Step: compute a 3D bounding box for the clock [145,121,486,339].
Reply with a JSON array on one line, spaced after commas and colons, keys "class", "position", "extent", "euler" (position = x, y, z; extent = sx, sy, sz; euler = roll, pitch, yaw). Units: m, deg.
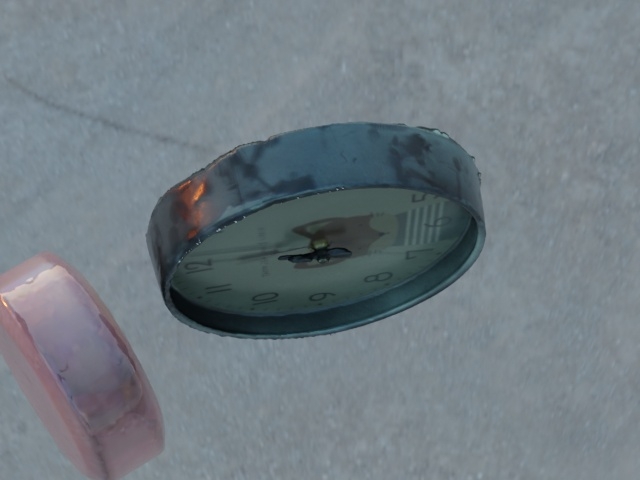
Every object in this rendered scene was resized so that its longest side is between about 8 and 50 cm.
[{"class": "clock", "position": [0.000, 0.000, 1.393], "extent": [0.325, 0.325, 0.067], "euler": [-11, 63, -4]}]

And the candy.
[{"class": "candy", "position": [-0.252, 0.131, 1.500], "extent": [0.094, 0.255, 0.255], "euler": [-31, 67, -18]}]
